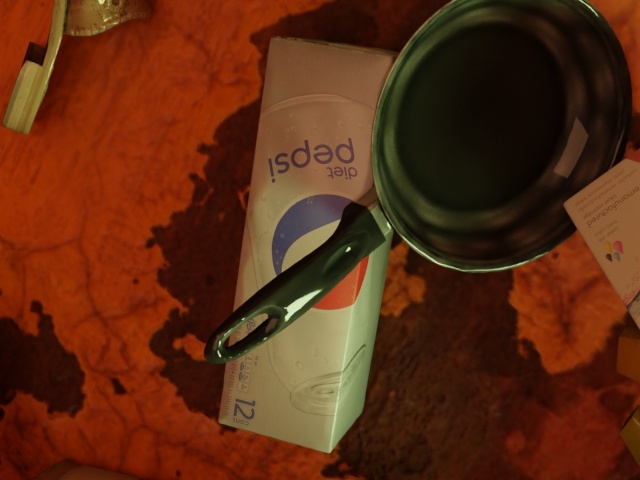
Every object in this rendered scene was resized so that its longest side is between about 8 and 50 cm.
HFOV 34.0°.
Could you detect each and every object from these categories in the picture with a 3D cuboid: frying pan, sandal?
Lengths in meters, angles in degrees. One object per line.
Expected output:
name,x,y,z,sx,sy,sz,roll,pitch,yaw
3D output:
frying pan,0.082,-0.022,0.702,0.197,0.053,0.326,33,95,-29
sandal,-0.174,-0.182,0.817,0.079,0.088,0.240,20,115,-18

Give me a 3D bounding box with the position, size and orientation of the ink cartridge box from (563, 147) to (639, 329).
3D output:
ink cartridge box,0.252,0.025,0.650,0.115,0.067,0.198,-38,50,19

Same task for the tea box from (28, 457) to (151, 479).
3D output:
tea box,-0.188,0.380,0.764,0.219,0.329,0.324,9,100,16

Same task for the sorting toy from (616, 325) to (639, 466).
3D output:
sorting toy,0.340,0.160,0.675,0.307,0.041,0.229,10,116,29

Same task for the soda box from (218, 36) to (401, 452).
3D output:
soda box,0.000,0.000,0.765,0.091,0.098,0.286,12,102,15
